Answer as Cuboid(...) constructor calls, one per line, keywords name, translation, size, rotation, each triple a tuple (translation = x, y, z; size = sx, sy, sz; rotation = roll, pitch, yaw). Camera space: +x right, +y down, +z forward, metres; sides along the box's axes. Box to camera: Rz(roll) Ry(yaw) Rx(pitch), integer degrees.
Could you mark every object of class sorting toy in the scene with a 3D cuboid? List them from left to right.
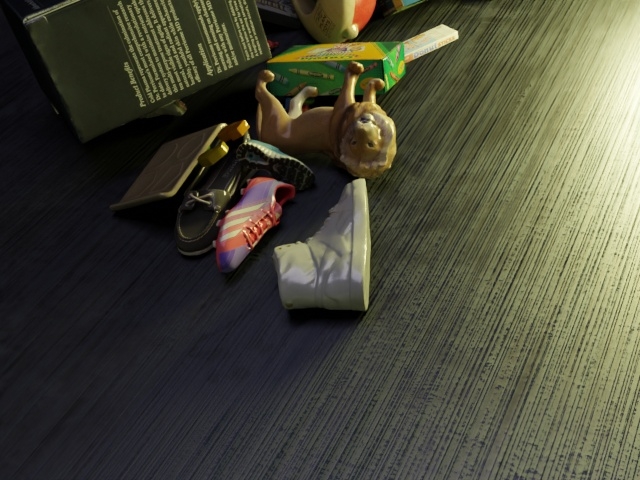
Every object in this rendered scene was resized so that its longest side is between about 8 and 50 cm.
Cuboid(name="sorting toy", translation=(-0.273, -0.147, 1.609), size=(0.307, 0.041, 0.229), rotation=(-8, 39, 46))
Cuboid(name="sorting toy", translation=(-0.049, -0.294, 1.810), size=(0.061, 0.042, 0.102), rotation=(11, 31, 7))

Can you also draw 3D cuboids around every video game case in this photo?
Cuboid(name="video game case", translation=(-0.179, -0.687, 2.239), size=(0.275, 0.035, 0.248), rotation=(13, 39, -7))

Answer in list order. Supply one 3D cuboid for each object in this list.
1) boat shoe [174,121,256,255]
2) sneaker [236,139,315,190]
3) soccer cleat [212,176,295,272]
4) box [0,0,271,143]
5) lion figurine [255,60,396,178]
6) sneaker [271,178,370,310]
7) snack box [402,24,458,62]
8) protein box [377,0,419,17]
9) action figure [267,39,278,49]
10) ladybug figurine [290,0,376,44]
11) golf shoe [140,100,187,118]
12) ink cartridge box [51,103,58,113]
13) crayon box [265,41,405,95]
Cuboid(name="boat shoe", translation=(-0.210, -0.110, 1.582), size=(0.112, 0.095, 0.335), rotation=(2, 41, 20))
Cuboid(name="sneaker", translation=(-0.081, -0.158, 1.588), size=(0.162, 0.063, 0.073), rotation=(28, 29, -5))
Cuboid(name="soccer cleat", translation=(-0.122, -0.034, 1.479), size=(0.095, 0.083, 0.248), rotation=(4, 39, 15))
Cuboid(name="box", translation=(-0.443, -0.507, 1.857), size=(0.472, 0.297, 0.480), rotation=(-26, 34, -15))
Cuboid(name="lion figurine", translation=(-0.006, -0.231, 1.647), size=(0.392, 0.142, 0.240), rotation=(-1, 69, 39))
Cuboid(name="sneaker", translation=(0.000, 0.000, 1.373), size=(0.169, 0.108, 0.292), rotation=(-3, 41, 10))
Cuboid(name="snack box", translation=(0.240, -0.470, 1.937), size=(0.178, 0.022, 0.064), rotation=(-28, 41, -16))
Cuboid(name="protein box", translation=(0.232, -0.710, 2.060), size=(0.200, 0.201, 0.136), rotation=(-26, 10, -14))
Cuboid(name="action figure", translation=(-0.162, -0.496, 2.095), size=(0.115, 0.030, 0.038), rotation=(-22, 44, -16))
Cuboid(name="ladybug figurine", translation=(0.021, -0.694, 2.048), size=(0.162, 0.305, 0.449), rotation=(-12, 71, -22))
Cuboid(name="golf shoe", translation=(-0.397, -0.322, 1.940), size=(0.186, 0.067, 0.085), rotation=(23, 80, 35))
Cuboid(name="ink cartridge box", translation=(-0.568, -0.451, 2.144), size=(0.333, 0.065, 0.165), rotation=(-25, 39, -10))
Cuboid(name="crayon box", translation=(0.036, -0.390, 1.830), size=(0.279, 0.081, 0.165), rotation=(3, 27, 21))
